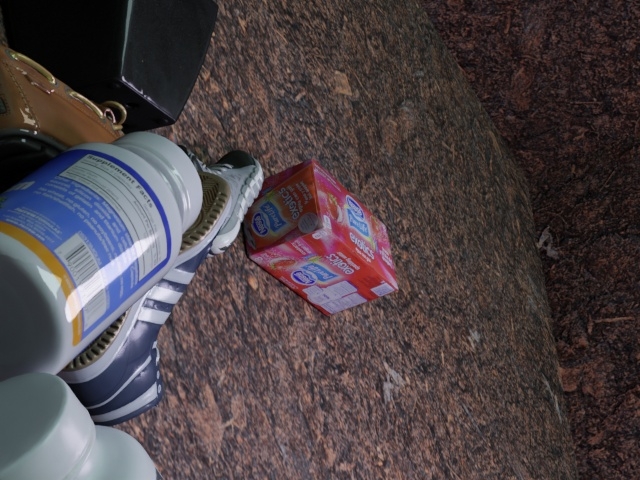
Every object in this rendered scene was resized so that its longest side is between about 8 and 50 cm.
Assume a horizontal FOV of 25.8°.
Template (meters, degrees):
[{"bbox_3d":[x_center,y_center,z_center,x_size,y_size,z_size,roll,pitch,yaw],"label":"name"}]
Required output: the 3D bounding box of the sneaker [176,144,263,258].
[{"bbox_3d":[-0.149,-0.088,1.843,0.132,0.086,0.228,56,24,-26],"label":"sneaker"}]

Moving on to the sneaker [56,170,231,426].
[{"bbox_3d":[-0.179,0.064,1.433,0.282,0.099,0.153,-54,152,-32],"label":"sneaker"}]

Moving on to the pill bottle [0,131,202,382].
[{"bbox_3d":[-0.220,0.003,1.257,0.152,0.152,0.272,63,34,-15],"label":"pill bottle"}]

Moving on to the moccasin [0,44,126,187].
[{"bbox_3d":[-0.265,-0.096,1.462,0.380,0.139,0.147,33,42,-60],"label":"moccasin"}]

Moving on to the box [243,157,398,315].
[{"bbox_3d":[0.000,0.000,2.070,0.257,0.128,0.122,39,35,-54],"label":"box"}]

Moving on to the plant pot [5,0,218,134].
[{"bbox_3d":[-0.244,-0.220,1.607,0.188,0.187,0.167,35,51,-57],"label":"plant pot"}]

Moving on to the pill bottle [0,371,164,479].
[{"bbox_3d":[-0.193,0.269,1.176,0.176,0.176,0.318,-80,149,-56],"label":"pill bottle"}]
